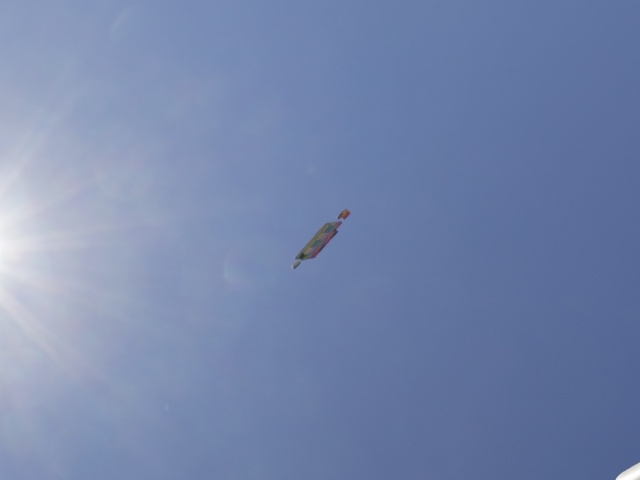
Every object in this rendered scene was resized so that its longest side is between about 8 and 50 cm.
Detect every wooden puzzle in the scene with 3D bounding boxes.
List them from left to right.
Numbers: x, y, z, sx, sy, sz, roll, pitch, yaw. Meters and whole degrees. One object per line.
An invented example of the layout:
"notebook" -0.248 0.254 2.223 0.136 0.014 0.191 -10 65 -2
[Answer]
"wooden puzzle" 0.000 0.000 0.867 0.006 0.049 0.083 45 -74 12

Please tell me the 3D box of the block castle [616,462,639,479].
"block castle" 0.480 0.438 0.871 0.453 0.213 0.303 43 -125 11
